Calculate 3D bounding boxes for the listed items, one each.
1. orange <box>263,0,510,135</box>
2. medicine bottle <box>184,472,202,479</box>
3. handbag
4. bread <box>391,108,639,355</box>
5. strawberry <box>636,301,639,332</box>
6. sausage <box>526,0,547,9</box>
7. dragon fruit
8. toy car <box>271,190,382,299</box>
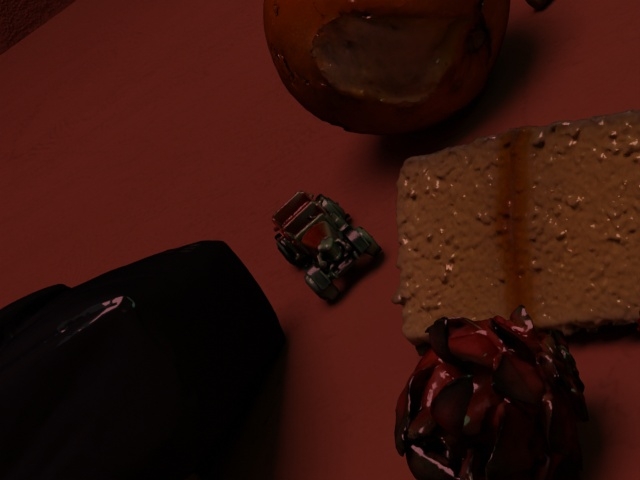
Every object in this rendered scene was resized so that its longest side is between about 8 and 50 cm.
[{"bbox_3d":[0.063,-0.215,1.350,0.240,0.240,0.240,-34,25,18],"label":"orange"},{"bbox_3d":[-0.131,0.217,1.127,0.083,0.047,0.047,-30,26,26],"label":"medicine bottle"},{"bbox_3d":[-0.192,0.120,1.150,0.275,0.178,0.302,-30,4,14],"label":"handbag"},{"bbox_3d":[0.168,-0.020,1.018,0.266,0.142,0.178,-9,24,49],"label":"bread"},{"bbox_3d":[0.236,0.031,0.797,0.131,0.131,0.148,-34,32,16],"label":"strawberry"},{"bbox_3d":[0.253,-0.283,1.434,0.132,0.024,0.024,-48,24,-12],"label":"sausage"},{"bbox_3d":[0.106,0.106,0.867,0.142,0.130,0.121,-11,-46,-49],"label":"dragon fruit"},{"bbox_3d":[0.000,0.000,1.294,0.073,0.054,0.143,-42,23,0],"label":"toy car"}]
